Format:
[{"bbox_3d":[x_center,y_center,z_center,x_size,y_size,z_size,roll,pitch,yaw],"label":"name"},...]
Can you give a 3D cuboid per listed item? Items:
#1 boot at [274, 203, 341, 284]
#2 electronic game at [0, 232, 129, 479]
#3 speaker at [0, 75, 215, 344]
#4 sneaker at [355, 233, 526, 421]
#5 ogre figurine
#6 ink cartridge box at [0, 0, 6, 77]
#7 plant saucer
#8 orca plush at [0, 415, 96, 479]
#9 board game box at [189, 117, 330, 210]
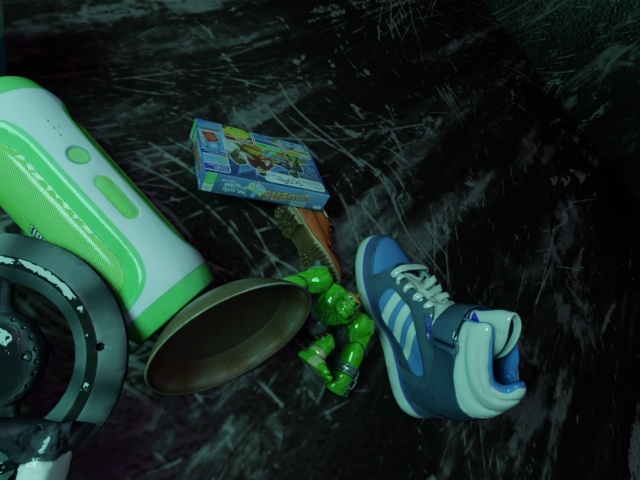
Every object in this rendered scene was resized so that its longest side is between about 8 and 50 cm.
[{"bbox_3d":[0.000,0.000,0.688,0.085,0.059,0.158,-23,80,-46],"label":"boot"},{"bbox_3d":[-0.294,0.107,0.378,0.229,0.048,0.229,1,83,-12],"label":"electronic game"},{"bbox_3d":[-0.258,-0.030,0.468,0.296,0.131,0.131,49,49,-4],"label":"speaker"},{"bbox_3d":[0.188,0.103,0.644,0.130,0.236,0.322,1,67,-35],"label":"sneaker"},{"bbox_3d":[0.002,0.114,0.609,0.197,0.097,0.118,42,66,10],"label":"ogre figurine"},{"bbox_3d":[-0.457,-0.180,0.347,0.129,0.223,0.307,49,49,-5],"label":"ink cartridge box"},{"bbox_3d":[-0.103,0.103,0.480,0.199,0.198,0.036,-11,52,-38],"label":"plant saucer"},{"bbox_3d":[-0.280,0.274,0.310,0.102,0.151,0.287,8,87,14],"label":"orca plush"},{"bbox_3d":[-0.095,-0.118,0.665,0.201,0.035,0.136,8,43,-31],"label":"board game box"}]
